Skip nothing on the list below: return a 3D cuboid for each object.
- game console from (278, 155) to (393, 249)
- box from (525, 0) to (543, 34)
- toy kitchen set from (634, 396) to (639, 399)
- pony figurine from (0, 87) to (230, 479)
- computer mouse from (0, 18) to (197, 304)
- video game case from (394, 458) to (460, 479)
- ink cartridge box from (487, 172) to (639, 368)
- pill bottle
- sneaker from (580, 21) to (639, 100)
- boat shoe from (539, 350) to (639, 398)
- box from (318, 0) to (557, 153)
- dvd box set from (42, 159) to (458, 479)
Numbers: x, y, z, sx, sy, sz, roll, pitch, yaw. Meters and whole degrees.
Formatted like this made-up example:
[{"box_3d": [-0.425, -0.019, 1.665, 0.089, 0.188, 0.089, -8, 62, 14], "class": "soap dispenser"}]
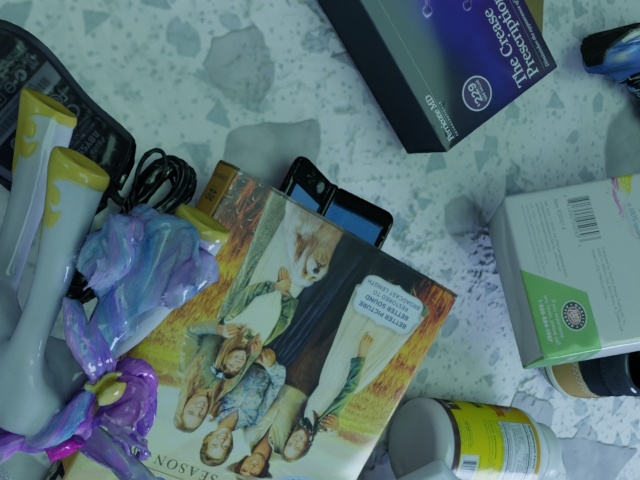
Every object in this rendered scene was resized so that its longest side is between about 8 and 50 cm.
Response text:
[{"box_3d": [0.000, 0.000, 0.848, 0.144, 0.085, 0.124, -64, 148, -10], "class": "game console"}, {"box_3d": [0.205, -0.309, 0.975, 0.201, 0.021, 0.164, -2, 96, -29], "class": "box"}, {"box_3d": [0.511, 0.205, 1.170, 0.068, 0.083, 0.075, 37, 72, 16], "class": "toy kitchen set"}, {"box_3d": [-0.229, 0.107, 0.585, 0.363, 0.351, 0.303, -58, 160, 9], "class": "pony figurine"}, {"box_3d": [-0.261, -0.085, 0.716, 0.188, 0.072, 0.272, -49, 126, -17], "class": "computer mouse"}, {"box_3d": [0.118, 0.379, 0.921, 0.206, 0.026, 0.227, -32, 115, 18], "class": "video game case"}, {"box_3d": [0.410, 0.026, 0.946, 0.353, 0.119, 0.207, -9, 73, 0], "class": "ink cartridge box"}, {"box_3d": [0.201, 0.266, 0.971, 0.215, 0.117, 0.117, 13, 88, -30], "class": "pill bottle"}, {"box_3d": [0.504, -0.230, 1.088, 0.330, 0.130, 0.147, 1, 92, -29], "class": "sneaker"}, {"box_3d": [0.512, 0.034, 1.103, 0.500, 0.156, 0.187, -46, 112, -19], "class": "boat shoe"}, {"box_3d": [0.123, -0.257, 0.870, 0.184, 0.103, 0.261, -37, 107, -12], "class": "box"}, {"box_3d": [-0.074, 0.171, 0.804, 0.307, 0.062, 0.420, 30, 89, -26], "class": "dvd box set"}]
